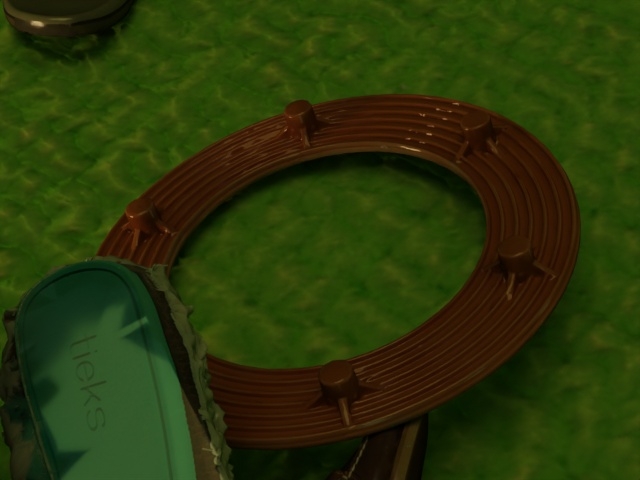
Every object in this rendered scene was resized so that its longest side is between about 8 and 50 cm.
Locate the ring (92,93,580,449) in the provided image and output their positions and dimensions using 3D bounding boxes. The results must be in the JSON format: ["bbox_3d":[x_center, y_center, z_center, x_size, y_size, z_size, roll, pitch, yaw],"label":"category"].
[{"bbox_3d":[0.000,0.000,0.952,0.336,0.032,0.337,-12,39,10],"label":"ring"}]

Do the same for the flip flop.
[{"bbox_3d":[-0.190,-0.271,1.221,0.112,0.080,0.277,10,53,16],"label":"flip flop"}]

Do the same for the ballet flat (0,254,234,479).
[{"bbox_3d":[-0.078,0.197,0.749,0.146,0.147,0.409,-11,59,-1],"label":"ballet flat"}]

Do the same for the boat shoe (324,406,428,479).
[{"bbox_3d":[0.013,0.172,0.826,0.073,0.073,0.207,9,52,13],"label":"boat shoe"}]
